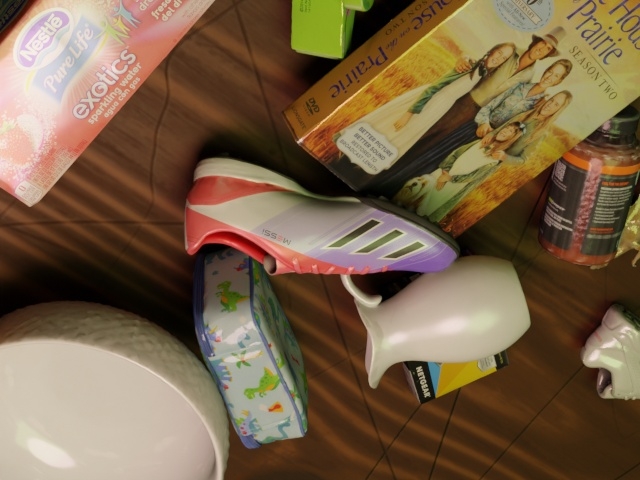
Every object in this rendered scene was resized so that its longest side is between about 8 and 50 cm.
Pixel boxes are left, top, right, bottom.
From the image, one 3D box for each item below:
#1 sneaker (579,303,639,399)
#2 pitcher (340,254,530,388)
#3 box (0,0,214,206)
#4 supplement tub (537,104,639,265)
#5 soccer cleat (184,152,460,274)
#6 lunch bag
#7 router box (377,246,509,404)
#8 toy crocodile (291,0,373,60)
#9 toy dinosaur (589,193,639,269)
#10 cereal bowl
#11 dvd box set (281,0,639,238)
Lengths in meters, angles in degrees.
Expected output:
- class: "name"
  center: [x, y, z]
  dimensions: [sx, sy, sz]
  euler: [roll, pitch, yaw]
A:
- class: "sneaker"
  center: [0.443, 0.185, 2.050]
  dimensions: [0.232, 0.090, 0.115]
  euler: [39, 106, -25]
- class: "pitcher"
  center: [0.137, 0.070, 1.784]
  dimensions: [0.207, 0.125, 0.177]
  euler: [-16, 106, 1]
- class: "box"
  center: [-0.261, -0.205, 1.483]
  dimensions: [0.300, 0.154, 0.142]
  euler: [-47, 125, 10]
- class: "supplement tub"
  center: [0.340, -0.075, 1.834]
  dimensions: [0.106, 0.106, 0.197]
  euler: [-2, 120, -21]
- class: "soccer cleat"
  center: [0.000, 0.000, 1.676]
  dimensions: [0.318, 0.108, 0.116]
  euler: [17, 70, -8]
- class: "lunch bag"
  center: [-0.081, 0.122, 1.737]
  dimensions: [0.090, 0.176, 0.219]
  euler: [-16, 126, 8]
- class: "router box"
  center: [0.160, 0.111, 1.905]
  dimensions: [0.133, 0.046, 0.179]
  euler: [-24, 124, -7]
- class: "toy crocodile"
  center: [0.004, -0.346, 1.546]
  dimensions: [0.115, 0.105, 0.340]
  euler: [9, 125, 18]
- class: "toy dinosaur"
  center: [0.420, -0.027, 1.927]
  dimensions: [0.093, 0.053, 0.183]
  euler: [12, 114, -26]
- class: "cereal bowl"
  center: [-0.263, 0.195, 1.691]
  dimensions: [0.339, 0.141, 0.339]
  euler: [5, 128, 6]
- class: "dvd box set"
  center: [0.206, -0.187, 1.668]
  dimensions: [0.420, 0.062, 0.307]
  euler: [-38, 138, 13]
